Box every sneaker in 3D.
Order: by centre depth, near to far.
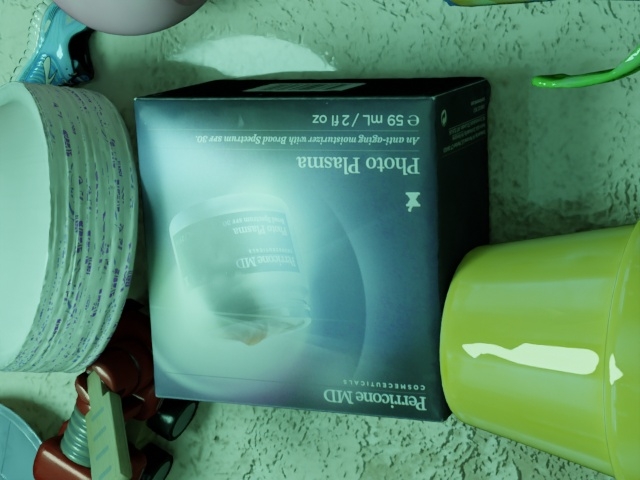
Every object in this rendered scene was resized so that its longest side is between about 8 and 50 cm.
[{"bbox_3d":[-0.278,-0.173,1.382,0.073,0.063,0.162,24,109,12],"label":"sneaker"}]

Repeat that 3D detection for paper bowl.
[{"bbox_3d":[-0.298,-0.013,1.277,0.284,0.148,0.284,-9,79,57],"label":"paper bowl"}]

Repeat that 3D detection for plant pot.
[{"bbox_3d":[0.242,0.093,1.129,0.239,0.254,0.254,3,102,28],"label":"plant pot"}]

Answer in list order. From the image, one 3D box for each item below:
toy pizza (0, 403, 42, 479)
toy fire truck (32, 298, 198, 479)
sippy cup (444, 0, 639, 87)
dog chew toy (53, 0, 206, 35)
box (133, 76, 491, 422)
[{"bbox_3d":[-0.358,0.272,1.510,0.201,0.032,0.201,14,115,32],"label":"toy pizza"},{"bbox_3d":[-0.215,0.200,1.332,0.158,0.246,0.217,30,110,14],"label":"toy fire truck"},{"bbox_3d":[0.188,-0.296,1.092,0.224,0.240,0.305,-8,59,34],"label":"sippy cup"},{"bbox_3d":[-0.249,-0.325,1.270,0.332,0.207,0.206,22,109,24],"label":"dog chew toy"},{"bbox_3d":[0.000,0.000,1.242,0.296,0.183,0.294,2,103,22],"label":"box"}]
